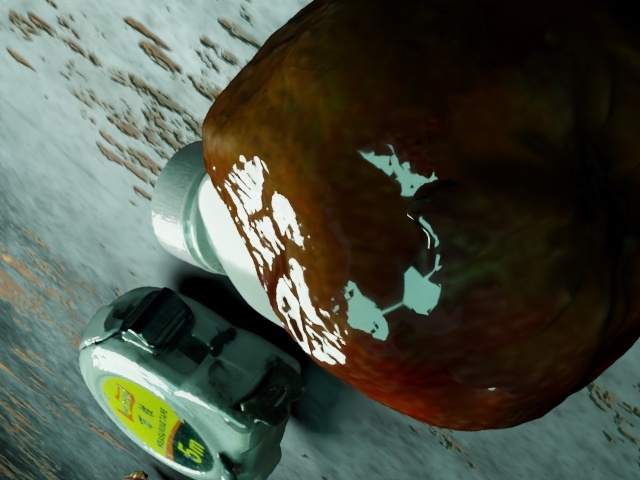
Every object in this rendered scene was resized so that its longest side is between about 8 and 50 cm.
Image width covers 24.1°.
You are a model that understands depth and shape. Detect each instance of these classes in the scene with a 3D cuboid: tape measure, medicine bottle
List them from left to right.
[{"bbox_3d":[-0.091,0.137,1.042,0.164,0.084,0.330,39,153,13],"label":"tape measure"},{"bbox_3d":[0.000,0.000,0.724,0.183,0.069,0.119,17,145,41],"label":"medicine bottle"}]

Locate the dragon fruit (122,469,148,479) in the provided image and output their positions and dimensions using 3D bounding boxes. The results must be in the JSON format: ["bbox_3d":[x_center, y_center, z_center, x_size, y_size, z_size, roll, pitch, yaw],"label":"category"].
[{"bbox_3d":[-0.098,0.293,1.276,0.126,0.161,0.274,-28,97,28],"label":"dragon fruit"}]

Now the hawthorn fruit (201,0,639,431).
[{"bbox_3d":[0.039,-0.019,0.539,0.179,0.173,0.173,30,152,23],"label":"hawthorn fruit"}]
